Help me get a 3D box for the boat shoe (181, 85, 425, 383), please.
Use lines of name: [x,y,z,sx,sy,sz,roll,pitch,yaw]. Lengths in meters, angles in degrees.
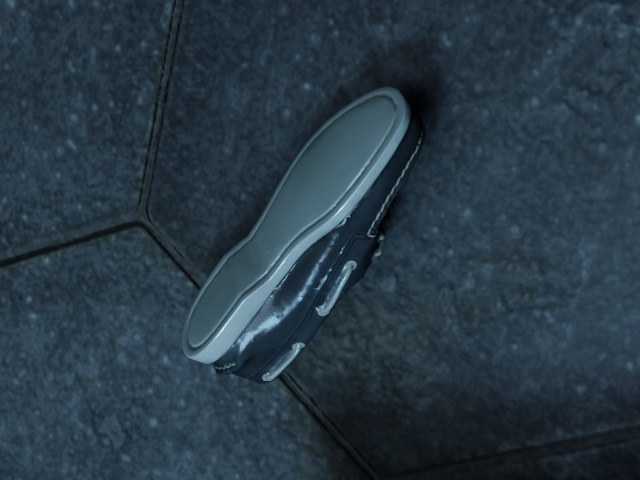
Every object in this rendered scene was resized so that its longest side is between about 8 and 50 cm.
boat shoe: [0.000,0.000,1.455,0.302,0.091,0.114,-47,32,26]
